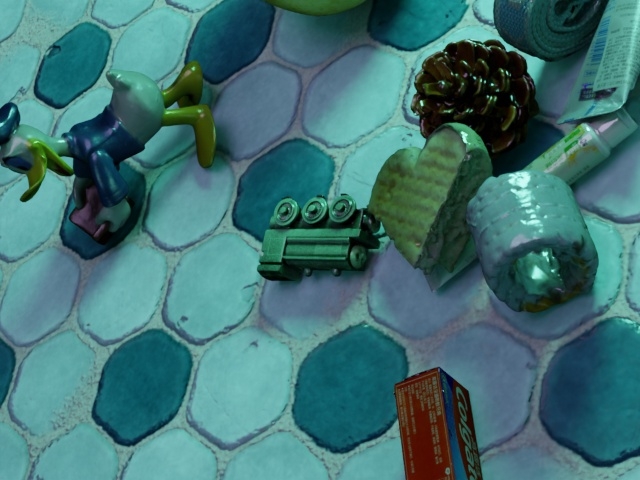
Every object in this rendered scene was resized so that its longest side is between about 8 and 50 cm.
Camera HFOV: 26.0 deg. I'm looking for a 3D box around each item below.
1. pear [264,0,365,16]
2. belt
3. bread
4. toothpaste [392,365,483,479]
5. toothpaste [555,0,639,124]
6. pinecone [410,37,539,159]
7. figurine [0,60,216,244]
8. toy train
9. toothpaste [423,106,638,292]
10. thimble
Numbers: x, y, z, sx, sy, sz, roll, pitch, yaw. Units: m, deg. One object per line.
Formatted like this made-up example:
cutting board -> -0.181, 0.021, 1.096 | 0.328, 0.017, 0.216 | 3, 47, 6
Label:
pear -> -0.013, -0.470, 1.972 | 0.309, 0.309, 0.309 | -19, 53, 27
belt -> 0.290, -0.298, 1.721 | 0.082, 0.163, 0.148 | 34, 105, 41
bread -> 0.138, -0.044, 1.673 | 0.232, 0.064, 0.173 | -30, 58, 59
toothpaste -> 0.140, 0.297, 1.510 | 0.066, 0.076, 0.320 | -23, 52, 24
toothpaste -> 0.378, -0.268, 1.681 | 0.114, 0.073, 0.299 | -5, 54, 59
pinecone -> 0.186, -0.176, 1.717 | 0.173, 0.173, 0.174 | -19, 53, 27
figurine -> -0.347, -0.134, 2.042 | 0.204, 0.338, 0.284 | 57, 136, 50
toy train -> 0.000, 0.000, 1.815 | 0.170, 0.071, 0.111 | 0, 72, 36
toothpaste -> 0.244, -0.055, 1.673 | 0.314, 0.058, 0.056 | -38, 87, 17
thimble -> 0.239, -0.001, 1.570 | 0.127, 0.151, 0.118 | -20, 52, 9
